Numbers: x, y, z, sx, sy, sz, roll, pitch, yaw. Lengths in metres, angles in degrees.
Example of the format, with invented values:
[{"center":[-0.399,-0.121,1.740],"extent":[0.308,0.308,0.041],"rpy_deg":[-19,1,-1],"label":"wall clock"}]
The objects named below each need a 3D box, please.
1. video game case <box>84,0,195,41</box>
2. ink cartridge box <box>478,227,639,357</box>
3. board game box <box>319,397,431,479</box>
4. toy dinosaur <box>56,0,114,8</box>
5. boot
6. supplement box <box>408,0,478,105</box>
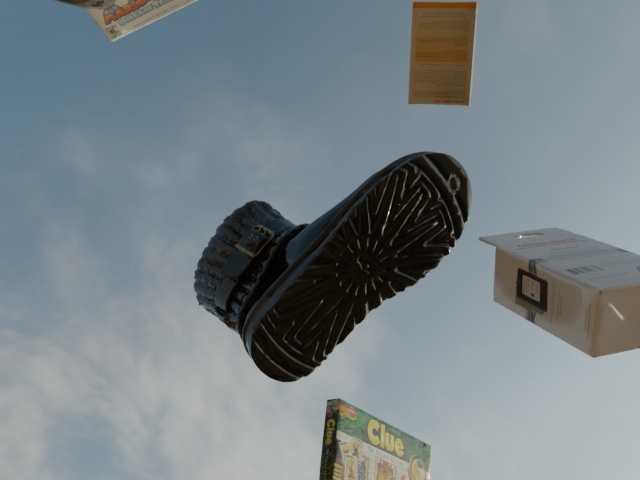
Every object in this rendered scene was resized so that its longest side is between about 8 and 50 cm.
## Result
[{"center":[-0.216,-0.317,0.774],"extent":[0.157,0.019,0.143],"rpy_deg":[-25,-24,3],"label":"video game case"},{"center":[0.236,0.040,0.609],"extent":[0.104,0.180,0.060],"rpy_deg":[-7,-74,-17],"label":"ink cartridge box"},{"center":[0.094,0.355,1.028],"extent":[0.030,0.136,0.259],"rpy_deg":[-23,-42,34],"label":"board game box"},{"center":[-0.243,-0.193,0.346],"extent":[0.160,0.313,0.121],"rpy_deg":[-7,-83,26],"label":"toy dinosaur"},{"center":[-0.003,-0.002,0.835],"extent":[0.348,0.260,0.131],"rpy_deg":[-40,-64,-8],"label":"boot"},{"center":[0.122,-0.186,0.649],"extent":[0.062,0.036,0.099],"rpy_deg":[6,-69,14],"label":"supplement box"}]
